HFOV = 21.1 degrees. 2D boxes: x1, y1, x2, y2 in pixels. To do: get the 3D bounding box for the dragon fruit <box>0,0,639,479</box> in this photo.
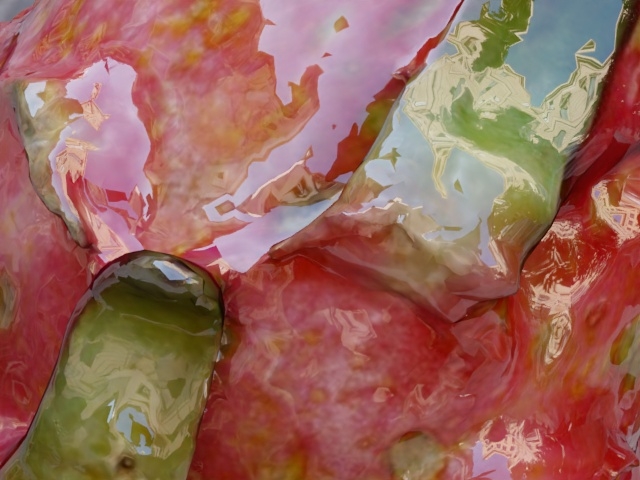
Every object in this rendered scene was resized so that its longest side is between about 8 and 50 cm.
[{"bbox_3d":[0.009,0.003,0.481,0.303,0.237,0.231,-61,36,12],"label":"dragon fruit"}]
